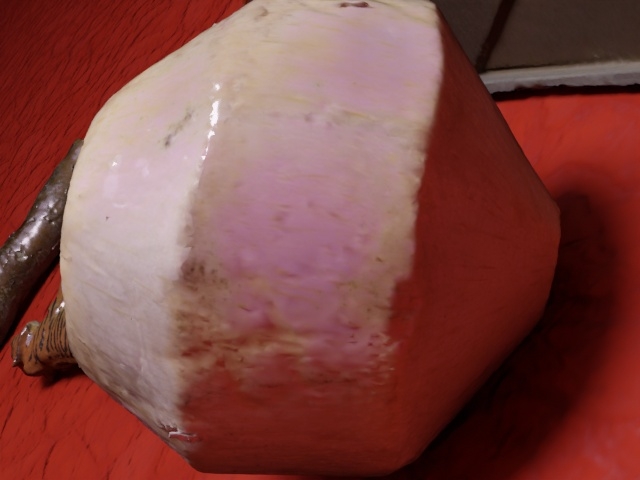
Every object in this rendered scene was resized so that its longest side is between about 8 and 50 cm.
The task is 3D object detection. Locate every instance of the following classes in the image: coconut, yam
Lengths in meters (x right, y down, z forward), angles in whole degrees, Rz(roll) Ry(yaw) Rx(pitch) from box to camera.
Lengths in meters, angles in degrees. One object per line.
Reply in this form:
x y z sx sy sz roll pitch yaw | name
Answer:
0.000 0.000 0.561 0.237 0.237 0.197 -39 23 24 | coconut
-0.294 0.006 1.240 0.061 0.061 0.253 -5 50 58 | yam

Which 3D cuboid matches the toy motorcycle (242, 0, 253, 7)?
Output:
0.063 -0.238 0.879 0.401 0.134 0.207 -32 37 38 | toy motorcycle

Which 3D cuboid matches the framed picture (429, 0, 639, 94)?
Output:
0.092 -0.176 0.630 0.024 0.232 0.315 -39 21 -20 | framed picture

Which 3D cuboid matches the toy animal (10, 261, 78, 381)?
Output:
-0.180 0.062 0.977 0.241 0.057 0.099 -12 52 52 | toy animal
